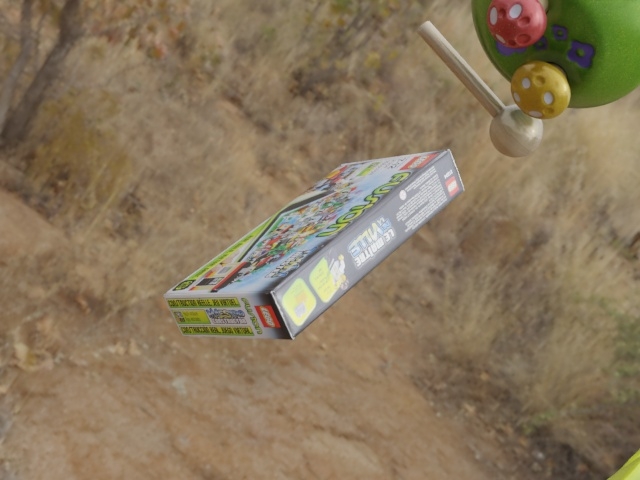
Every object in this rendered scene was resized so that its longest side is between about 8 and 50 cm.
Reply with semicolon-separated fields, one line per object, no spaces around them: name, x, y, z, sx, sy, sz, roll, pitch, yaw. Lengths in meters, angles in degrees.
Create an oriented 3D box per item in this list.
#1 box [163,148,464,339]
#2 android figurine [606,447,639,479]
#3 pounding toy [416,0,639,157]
box;0.000;0.000;0.724;0.207;0.114;0.036;-39;113;-40
android figurine;0.151;0.226;0.670;0.056;0.248;0.273;50;38;13
pounding toy;0.182;-0.166;0.913;0.183;0.237;0.110;47;54;-4
